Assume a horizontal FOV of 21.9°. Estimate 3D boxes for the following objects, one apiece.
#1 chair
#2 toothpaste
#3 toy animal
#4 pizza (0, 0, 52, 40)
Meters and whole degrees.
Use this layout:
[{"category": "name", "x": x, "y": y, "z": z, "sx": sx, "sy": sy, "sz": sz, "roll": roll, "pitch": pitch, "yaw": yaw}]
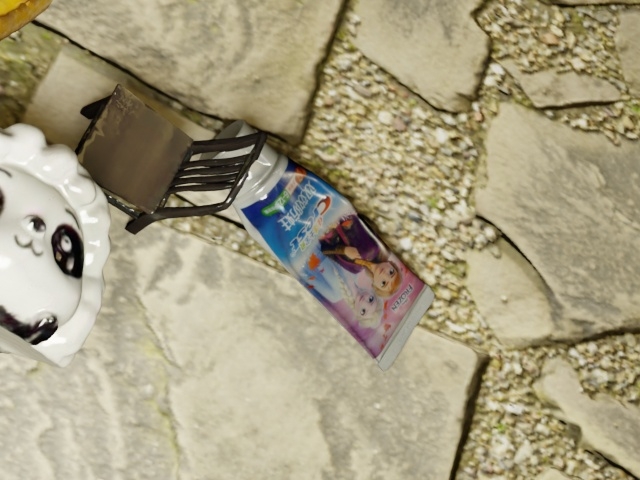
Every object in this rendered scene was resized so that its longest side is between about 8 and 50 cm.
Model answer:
[{"category": "chair", "x": -0.136, "y": -0.070, "z": 1.343, "sx": 0.101, "sy": 0.212, "sz": 0.084, "roll": 33, "pitch": 71, "yaw": -20}, {"category": "toothpaste", "x": 0.000, "y": 0.000, "z": 1.499, "sx": 0.266, "sy": 0.061, "sz": 0.096, "roll": 45, "pitch": 66, "yaw": -22}, {"category": "toy animal", "x": -0.257, "y": -0.012, "z": 1.285, "sx": 0.208, "sy": 0.204, "sz": 0.156, "roll": 35, "pitch": 73, "yaw": -27}, {"category": "pizza", "x": -0.332, "y": -0.261, "z": 1.351, "sx": 0.251, "sy": 0.074, "sz": 0.287, "roll": 6, "pitch": 83, "yaw": -28}]
